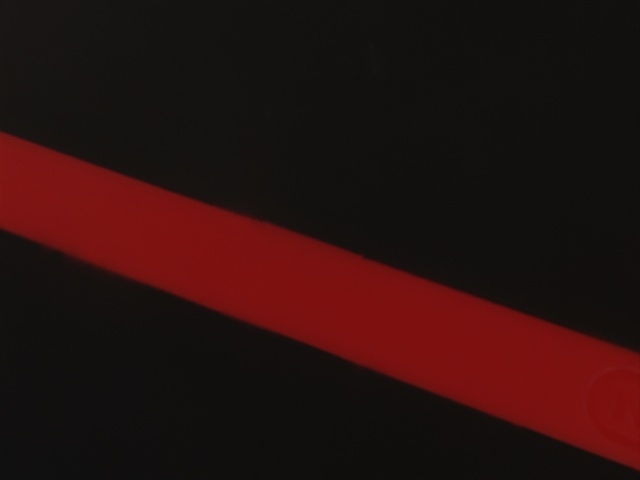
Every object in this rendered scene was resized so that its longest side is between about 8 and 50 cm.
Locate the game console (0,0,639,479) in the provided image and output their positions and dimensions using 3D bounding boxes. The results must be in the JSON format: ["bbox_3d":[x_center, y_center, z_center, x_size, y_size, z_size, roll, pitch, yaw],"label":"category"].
[{"bbox_3d":[0.000,0.000,0.489,0.386,0.342,0.060,19,10,26],"label":"game console"}]
